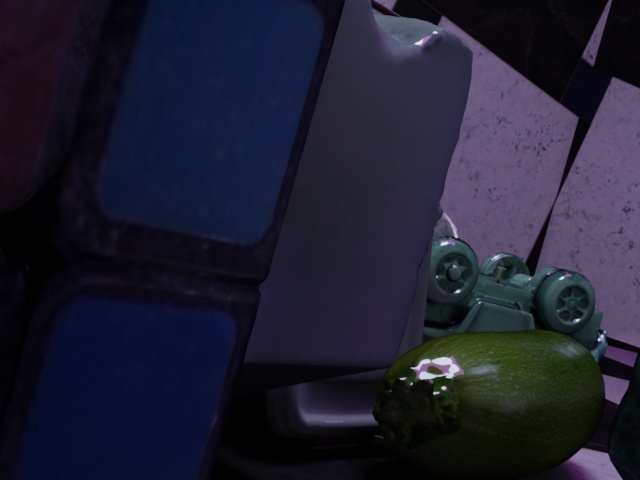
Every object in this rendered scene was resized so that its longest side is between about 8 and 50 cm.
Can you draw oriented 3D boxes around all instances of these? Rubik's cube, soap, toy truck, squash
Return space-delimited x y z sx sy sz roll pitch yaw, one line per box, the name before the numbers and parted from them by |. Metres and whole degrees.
Rubik's cube | -0.229 -0.095 0.411 0.362 0.363 0.359 18 1 34
soap | -0.156 -0.040 0.740 0.446 0.261 0.156 15 2 38
toy truck | 0.160 0.081 1.334 0.279 0.156 0.155 14 2 -26
squash | 0.133 0.115 0.904 0.107 0.107 0.395 16 2 25

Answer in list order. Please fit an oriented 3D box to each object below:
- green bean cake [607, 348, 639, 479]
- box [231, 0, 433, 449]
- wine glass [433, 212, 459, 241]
green bean cake | 0.386 0.082 0.867 0.169 0.307 0.300 16 3 -40
box | -0.032 -0.014 0.864 0.168 0.293 0.193 4 -5 31
wine glass | 0.000 0.000 1.505 0.323 0.238 0.238 26 -6 -43
